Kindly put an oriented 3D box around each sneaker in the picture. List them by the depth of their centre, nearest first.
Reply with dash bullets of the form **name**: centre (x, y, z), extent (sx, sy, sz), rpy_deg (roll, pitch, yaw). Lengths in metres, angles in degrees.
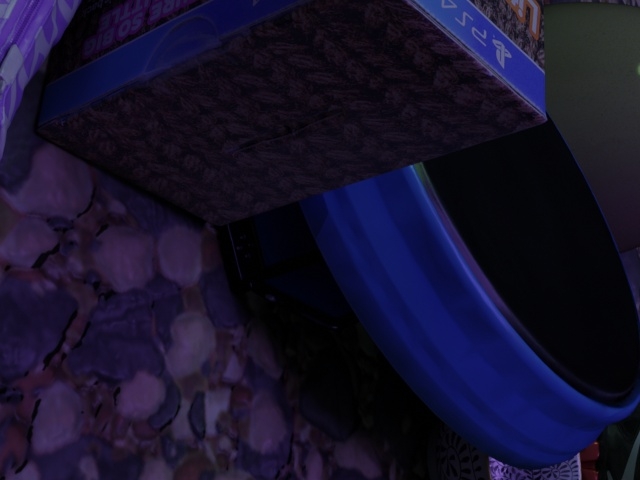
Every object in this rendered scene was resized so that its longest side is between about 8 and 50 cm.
- **sneaker**: centre (0.308, 0.281, 1.002), extent (0.098, 0.135, 0.276), rpy_deg (24, 62, -53)

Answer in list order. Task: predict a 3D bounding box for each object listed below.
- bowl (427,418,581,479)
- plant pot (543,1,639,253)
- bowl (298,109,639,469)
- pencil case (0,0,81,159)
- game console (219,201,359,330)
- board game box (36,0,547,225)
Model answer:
- **bowl**: centre (0.136, 0.173, 0.832), extent (0.170, 0.080, 0.170), rpy_deg (25, 59, -51)
- **plant pot**: centre (0.339, -0.123, 1.109), extent (0.284, 0.191, 0.284), rpy_deg (13, 74, -56)
- **bowl**: centre (0.117, -0.031, 0.781), extent (0.391, 0.077, 0.391), rpy_deg (40, 33, -33)
- **pencil case**: centre (-0.153, -0.121, 0.498), extent (0.086, 0.088, 0.206), rpy_deg (48, 43, -40)
- **game console**: centre (0.000, 0.000, 0.697), extent (0.122, 0.071, 0.107), rpy_deg (-17, 94, -57)
- **board game box**: centre (-0.009, -0.187, 0.590), extent (0.141, 0.232, 0.291), rpy_deg (29, 57, -42)
